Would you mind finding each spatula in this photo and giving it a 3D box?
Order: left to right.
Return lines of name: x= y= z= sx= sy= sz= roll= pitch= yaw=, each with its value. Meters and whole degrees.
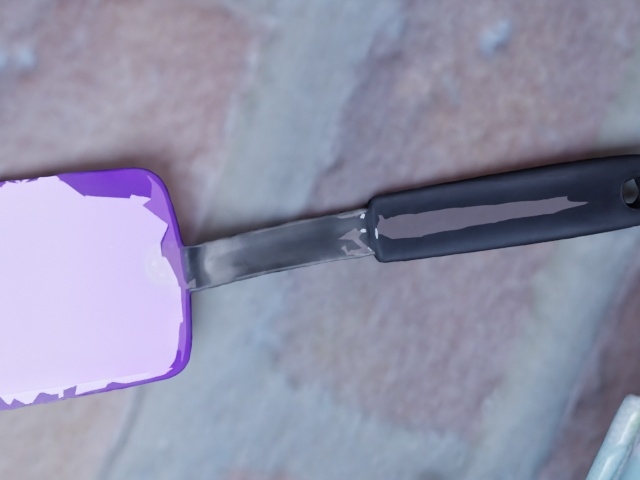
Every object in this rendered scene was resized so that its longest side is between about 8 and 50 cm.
spatula: x=0.000 y=0.000 z=0.736 sx=0.297 sy=0.030 sz=0.084 roll=-10 pitch=97 yaw=-18

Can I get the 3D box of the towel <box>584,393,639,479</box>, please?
towel: x=0.204 y=0.237 z=0.723 sx=0.321 sy=0.090 sz=0.374 roll=11 pitch=106 yaw=-23
